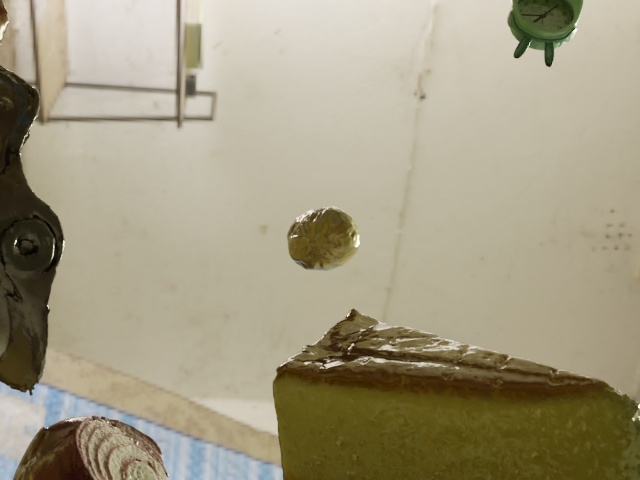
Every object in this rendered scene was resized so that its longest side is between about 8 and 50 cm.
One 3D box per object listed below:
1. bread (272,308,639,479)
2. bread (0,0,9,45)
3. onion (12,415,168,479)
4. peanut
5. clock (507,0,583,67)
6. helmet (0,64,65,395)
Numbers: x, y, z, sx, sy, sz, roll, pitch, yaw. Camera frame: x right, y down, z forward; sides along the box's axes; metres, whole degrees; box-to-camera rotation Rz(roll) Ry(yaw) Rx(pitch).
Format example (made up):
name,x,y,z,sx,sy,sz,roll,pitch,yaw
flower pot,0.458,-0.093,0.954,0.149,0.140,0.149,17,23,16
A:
name,x,y,z,sx,sy,sz,roll,pitch,yaw
bread,0.155,0.212,0.954,0.245,0.361,0.233,-25,112,-62
bread,-0.307,-0.187,0.606,0.246,0.135,0.232,19,66,-60
onion,-0.344,0.382,1.371,0.207,0.206,0.216,-52,-158,8
peanut,0.000,0.000,1.390,0.099,0.090,0.214,-50,-175,-5
clock,0.306,-0.304,1.327,0.041,0.101,0.135,99,9,-58
helmet,-0.343,-0.011,0.808,0.225,0.177,0.306,-19,-104,47
